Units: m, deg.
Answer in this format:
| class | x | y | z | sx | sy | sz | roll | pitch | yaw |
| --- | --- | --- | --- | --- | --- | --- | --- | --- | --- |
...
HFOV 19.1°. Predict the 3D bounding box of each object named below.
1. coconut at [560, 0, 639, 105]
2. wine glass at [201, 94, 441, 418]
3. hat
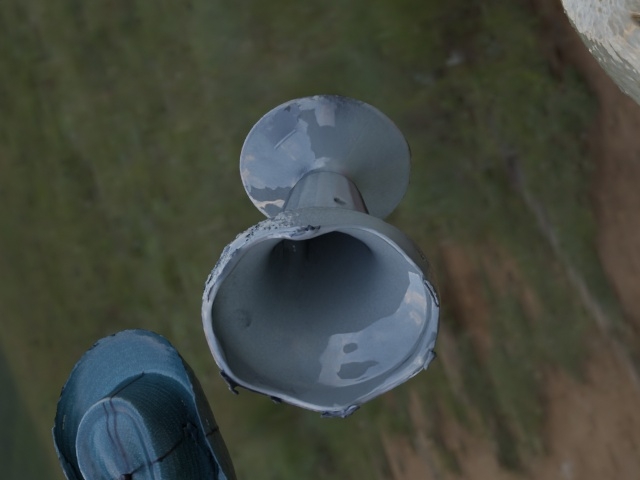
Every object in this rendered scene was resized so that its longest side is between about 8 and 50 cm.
| class | x | y | z | sx | sy | sz | roll | pitch | yaw |
| --- | --- | --- | --- | --- | --- | --- | --- | --- | --- |
| coconut | 0.428 | -0.265 | 1.704 | 0.415 | 0.415 | 0.344 | 170 | 98 | -74 |
| wine glass | 0.000 | 0.000 | 1.331 | 0.196 | 0.165 | 0.165 | -91 | -3 | -51 |
| hat | -0.136 | 0.163 | 1.441 | 0.191 | 0.138 | 0.078 | 61 | -155 | 4 |
